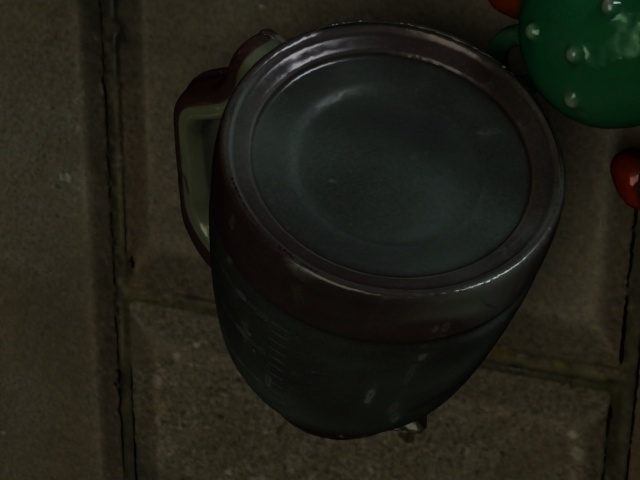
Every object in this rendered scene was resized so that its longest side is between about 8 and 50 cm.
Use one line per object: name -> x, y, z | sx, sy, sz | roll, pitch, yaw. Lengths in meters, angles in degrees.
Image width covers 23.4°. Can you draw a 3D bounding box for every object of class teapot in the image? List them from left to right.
teapot -> 0.000, 0.000, 1.146 | 0.315, 0.233, 0.312 | 45, 150, 20

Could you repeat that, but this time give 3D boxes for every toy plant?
toy plant -> 0.283, -0.135, 0.996 | 0.400, 0.185, 0.279 | -2, 132, 31
